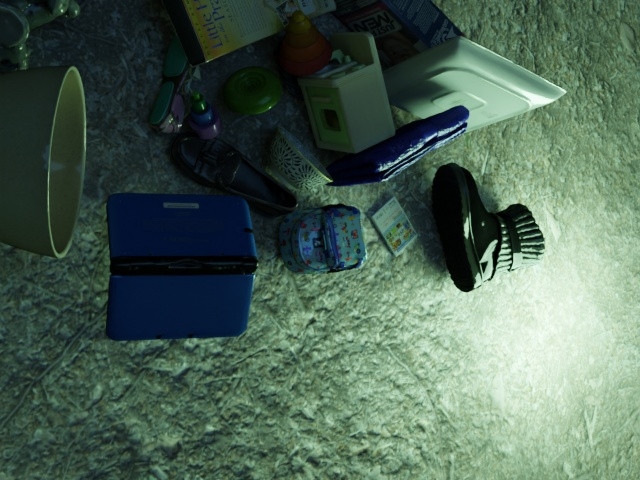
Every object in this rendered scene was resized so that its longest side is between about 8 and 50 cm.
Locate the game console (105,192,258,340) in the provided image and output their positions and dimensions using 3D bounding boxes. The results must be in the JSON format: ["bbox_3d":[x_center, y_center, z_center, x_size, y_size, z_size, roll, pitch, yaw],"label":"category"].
[{"bbox_3d":[-0.290,0.052,1.777,0.292,0.173,0.250,1,58,-21],"label":"game console"}]

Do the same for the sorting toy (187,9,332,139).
[{"bbox_3d":[-0.132,-0.359,1.802,0.365,0.127,0.126,-39,151,-17],"label":"sorting toy"}]

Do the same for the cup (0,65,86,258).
[{"bbox_3d":[-0.549,-0.145,1.496,0.236,0.331,0.331,5,86,-7],"label":"cup"}]

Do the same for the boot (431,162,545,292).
[{"bbox_3d":[0.428,-0.060,2.215,0.260,0.131,0.348,-22,112,-25],"label":"boot"}]

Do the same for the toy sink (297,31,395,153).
[{"bbox_3d":[0.048,-0.324,1.917,0.131,0.152,0.234,-27,115,-28],"label":"toy sink"}]

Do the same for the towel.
[{"bbox_3d":[0.175,-0.205,1.993,0.308,0.227,0.076,-30,99,-29],"label":"towel"}]

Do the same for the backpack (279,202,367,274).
[{"bbox_3d":[0.000,0.000,1.947,0.173,0.117,0.158,-6,92,-30],"label":"backpack"}]

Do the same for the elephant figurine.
[{"bbox_3d":[-0.564,-0.384,1.565,0.186,0.169,0.239,41,83,4],"label":"elephant figurine"}]

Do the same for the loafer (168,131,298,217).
[{"bbox_3d":[-0.173,-0.142,1.843,0.302,0.095,0.109,30,76,-30],"label":"loafer"}]

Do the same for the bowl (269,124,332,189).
[{"bbox_3d":[-0.060,-0.164,1.904,0.080,0.170,0.170,-43,116,9],"label":"bowl"}]

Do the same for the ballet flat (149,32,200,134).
[{"bbox_3d":[-0.287,-0.322,1.790,0.079,0.076,0.222,23,79,-49],"label":"ballet flat"}]

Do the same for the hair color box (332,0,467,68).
[{"bbox_3d":[0.199,-0.489,2.044,0.347,0.173,0.105,37,70,-27],"label":"hair color box"}]

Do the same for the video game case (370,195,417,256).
[{"bbox_3d":[0.180,-0.034,2.126,0.087,0.011,0.122,-42,111,-27],"label":"video game case"}]

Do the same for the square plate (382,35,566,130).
[{"bbox_3d":[0.324,-0.339,2.021,0.343,0.347,0.049,18,72,-32],"label":"square plate"}]

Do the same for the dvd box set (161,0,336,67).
[{"bbox_3d":[-0.165,-0.569,1.824,0.420,0.062,0.308,-35,108,-40],"label":"dvd box set"}]

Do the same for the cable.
[{"bbox_3d":[-0.033,-0.389,1.973,0.184,0.047,0.151,5,92,-38],"label":"cable"}]
